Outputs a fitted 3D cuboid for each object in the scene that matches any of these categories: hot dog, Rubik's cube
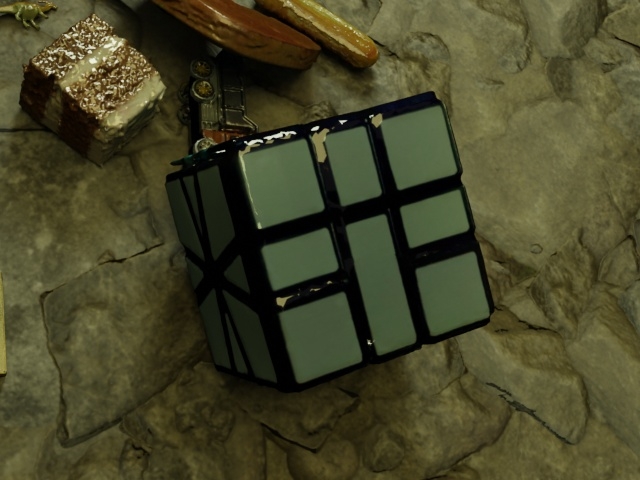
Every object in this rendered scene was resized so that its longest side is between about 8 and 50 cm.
[{"bbox_3d":[-0.008,-0.325,1.505,0.216,0.047,0.066,31,47,-6],"label":"hot dog"},{"bbox_3d":[0.000,0.000,1.216,0.283,0.288,0.293,-19,95,-21],"label":"Rubik's cube"}]

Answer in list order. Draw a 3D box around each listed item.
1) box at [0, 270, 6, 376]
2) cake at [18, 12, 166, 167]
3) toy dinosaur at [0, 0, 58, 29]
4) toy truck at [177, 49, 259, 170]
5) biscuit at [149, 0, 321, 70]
[{"bbox_3d":[-0.431,0.102,1.220,0.090,0.023,0.133,-3,71,-17],"label":"box"},{"bbox_3d":[-0.297,-0.191,1.317,0.147,0.135,0.134,46,63,-2],"label":"cake"},{"bbox_3d":[-0.412,-0.310,1.379,0.113,0.026,0.041,-16,69,-32],"label":"toy dinosaur"},{"bbox_3d":[-0.142,-0.167,1.382,0.092,0.083,0.192,3,68,-22],"label":"toy truck"},{"bbox_3d":[-0.145,-0.317,1.405,0.277,0.052,0.262,36,17,17],"label":"biscuit"}]
